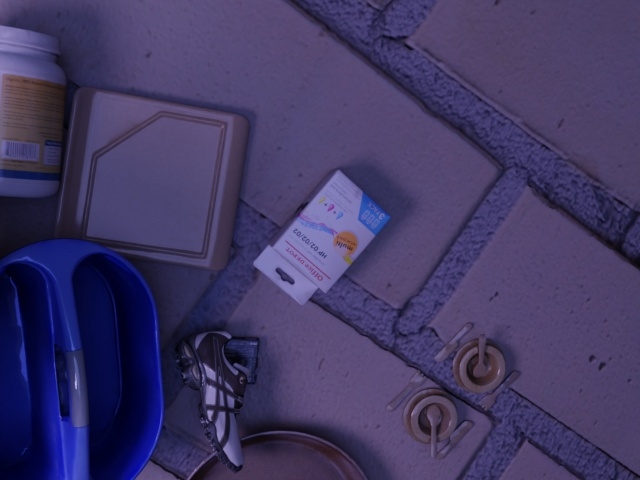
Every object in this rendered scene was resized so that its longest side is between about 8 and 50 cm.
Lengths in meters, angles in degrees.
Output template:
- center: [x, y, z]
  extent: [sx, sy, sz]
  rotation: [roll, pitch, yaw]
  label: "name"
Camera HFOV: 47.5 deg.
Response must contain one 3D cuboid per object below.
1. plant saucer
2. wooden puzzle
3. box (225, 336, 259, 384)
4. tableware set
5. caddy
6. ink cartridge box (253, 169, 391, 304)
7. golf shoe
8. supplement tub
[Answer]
- center: [-0.069, 0.424, 1.077]
  extent: [0.310, 0.050, 0.311]
  rotation: [-1, 97, -9]
  label: "plant saucer"
- center: [-0.229, -0.082, 1.003]
  extent: [0.238, 0.044, 0.221]
  rotation: [9, 94, -15]
  label: "wooden puzzle"
- center: [-0.132, 0.173, 1.054]
  extent: [0.083, 0.018, 0.067]
  rotation: [3, 95, -10]
  label: "box"
- center: [0.208, 0.233, 1.108]
  extent: [0.128, 0.039, 0.194]
  rotation: [45, 88, -11]
  label: "tableware set"
- center: [-0.324, 0.165, 0.902]
  extent: [0.241, 0.179, 0.341]
  rotation: [-8, 98, -35]
  label: "caddy"
- center: [0.000, 0.000, 1.036]
  extent: [0.104, 0.061, 0.181]
  rotation: [41, 89, -11]
  label: "ink cartridge box"
- center: [-0.130, 0.219, 1.004]
  extent: [0.094, 0.077, 0.198]
  rotation: [-20, 90, -17]
  label: "golf shoe"
- center: [-0.396, -0.158, 0.911]
  extent: [0.144, 0.144, 0.200]
  rotation: [5, 95, -10]
  label: "supplement tub"
